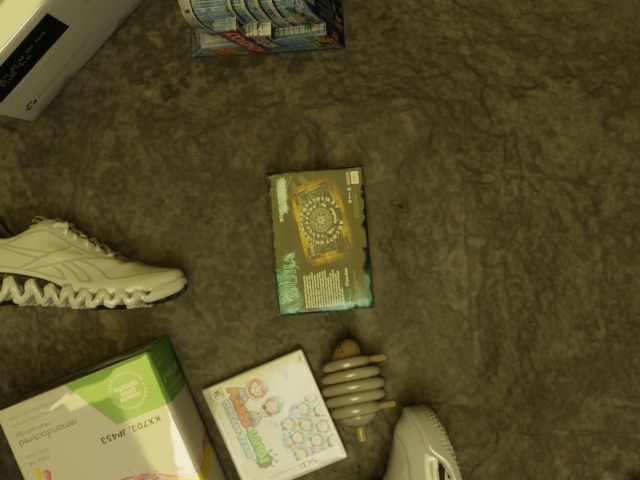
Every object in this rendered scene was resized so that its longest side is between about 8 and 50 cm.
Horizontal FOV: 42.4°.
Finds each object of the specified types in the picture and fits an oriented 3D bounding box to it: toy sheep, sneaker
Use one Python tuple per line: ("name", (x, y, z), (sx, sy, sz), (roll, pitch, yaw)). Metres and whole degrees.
("toy sheep", (0.045, 0.189, 1.048), (0.091, 0.091, 0.132), (-12, 75, 2))
("sneaker", (0.053, 0.384, 1.011), (0.210, 0.137, 0.365), (2, 94, -14))
("sneaker", (-0.313, 0.029, 1.039), (0.292, 0.110, 0.118), (4, 85, 0))

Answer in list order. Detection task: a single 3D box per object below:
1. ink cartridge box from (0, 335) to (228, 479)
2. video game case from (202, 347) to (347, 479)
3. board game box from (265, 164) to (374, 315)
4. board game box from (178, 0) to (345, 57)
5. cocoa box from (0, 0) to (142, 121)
("ink cartridge box", (-0.229, 0.326, 1.043), (0.207, 0.119, 0.353), (-23, 94, 2))
("video game case", (-0.059, 0.239, 1.085), (0.143, 0.019, 0.157), (-23, 93, 2))
("board game box", (0.000, 0.000, 1.065), (0.126, 0.026, 0.186), (-4, 94, 2))
("board game box", (-0.087, -0.264, 0.991), (0.194, 0.194, 0.060), (-3, 93, 16))
("cocoa box", (-0.342, -0.343, 0.947), (0.228, 0.231, 0.347), (43, 93, -1))
